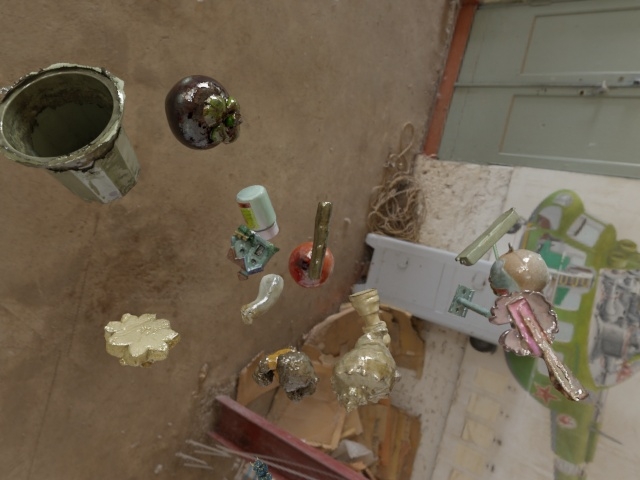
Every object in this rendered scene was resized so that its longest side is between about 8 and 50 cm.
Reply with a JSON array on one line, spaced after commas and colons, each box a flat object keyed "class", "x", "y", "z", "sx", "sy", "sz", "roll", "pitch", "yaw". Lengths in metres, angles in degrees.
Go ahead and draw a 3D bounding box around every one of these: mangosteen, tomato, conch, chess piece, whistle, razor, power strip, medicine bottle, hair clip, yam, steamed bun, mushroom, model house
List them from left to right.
[{"class": "steamed bun", "x": -0.731, "y": 0.425, "z": 1.777, "sx": 0.295, "sy": 0.292, "sz": 0.137, "roll": 7, "pitch": 112, "yaw": -23}, {"class": "mangosteen", "x": -0.467, "y": -0.518, "z": 1.749, "sx": 0.300, "sy": 0.300, "sz": 0.301, "roll": -25, "pitch": 122, "yaw": -48}, {"class": "model house", "x": -0.221, "y": 0.050, "z": 1.323, "sx": 0.149, "sy": 0.148, "sz": 0.119, "roll": -58, "pitch": -179, "yaw": -8}, {"class": "medicine bottle", "x": -0.278, "y": -0.122, "z": 1.950, "sx": 0.139, "sy": 0.139, "sz": 0.226, "roll": -45, "pitch": 131, "yaw": -36}, {"class": "mushroom", "x": -0.216, "y": 0.221, "z": 1.610, "sx": 0.092, "sy": 0.081, "sz": 0.223, "roll": 48, "pitch": 49, "yaw": -16}, {"class": "tomato", "x": -0.045, "y": 0.112, "z": 1.940, "sx": 0.184, "sy": 0.208, "sz": 0.208, "roll": -51, "pitch": 142, "yaw": -58}, {"class": "yam", "x": 0.000, "y": 0.000, "z": 1.518, "sx": 0.061, "sy": 0.061, "sz": 0.274, "roll": 11, "pitch": 86, "yaw": -56}, {"class": "conch", "x": 0.158, "y": 0.429, "z": 1.404, "sx": 0.324, "sy": 0.186, "sz": 0.263, "roll": -37, "pitch": 156, "yaw": -38}, {"class": "chess piece", "x": 0.215, "y": 0.353, "z": 1.745, "sx": 0.124, "sy": 0.138, "sz": 0.307, "roll": -11, "pitch": 82, "yaw": -52}, {"class": "razor", "x": 0.496, "y": 0.214, "z": 1.411, "sx": 0.232, "sy": 0.068, "sz": 0.106, "roll": -155, "pitch": -95, "yaw": -86}, {"class": "power strip", "x": 0.603, "y": -0.012, "z": 1.551, "sx": 0.286, "sy": 0.080, "sz": 0.048, "roll": -43, "pitch": 96, "yaw": -7}, {"class": "whistle", "x": 0.657, "y": 0.174, "z": 1.408, "sx": 0.189, "sy": 0.189, "sz": 0.348, "roll": -22, "pitch": 92, "yaw": -49}, {"class": "hair clip", "x": 0.568, "y": 0.272, "z": 1.125, "sx": 0.172, "sy": 0.301, "sz": 0.069, "roll": -21, "pitch": 152, "yaw": -4}]

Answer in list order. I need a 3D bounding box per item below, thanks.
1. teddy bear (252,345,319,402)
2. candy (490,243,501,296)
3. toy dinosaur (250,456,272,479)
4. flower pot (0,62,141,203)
[{"class": "teddy bear", "x": -0.080, "y": 0.355, "z": 1.185, "sx": 0.177, "sy": 0.190, "sz": 0.140, "roll": 32, "pitch": 67, "yaw": -11}, {"class": "candy", "x": 0.675, "y": 0.093, "z": 1.644, "sx": 0.091, "sy": 0.083, "sz": 0.305, "roll": 51, "pitch": 32, "yaw": -27}, {"class": "toy dinosaur", "x": -0.165, "y": 0.652, "z": 1.217, "sx": 0.030, "sy": 0.047, "sz": 0.083, "roll": -25, "pitch": 87, "yaw": -41}, {"class": "flower pot", "x": -0.559, "y": -0.227, "z": 1.031, "sx": 0.290, "sy": 0.290, "sz": 0.259, "roll": -58, "pitch": 166, "yaw": -23}]
